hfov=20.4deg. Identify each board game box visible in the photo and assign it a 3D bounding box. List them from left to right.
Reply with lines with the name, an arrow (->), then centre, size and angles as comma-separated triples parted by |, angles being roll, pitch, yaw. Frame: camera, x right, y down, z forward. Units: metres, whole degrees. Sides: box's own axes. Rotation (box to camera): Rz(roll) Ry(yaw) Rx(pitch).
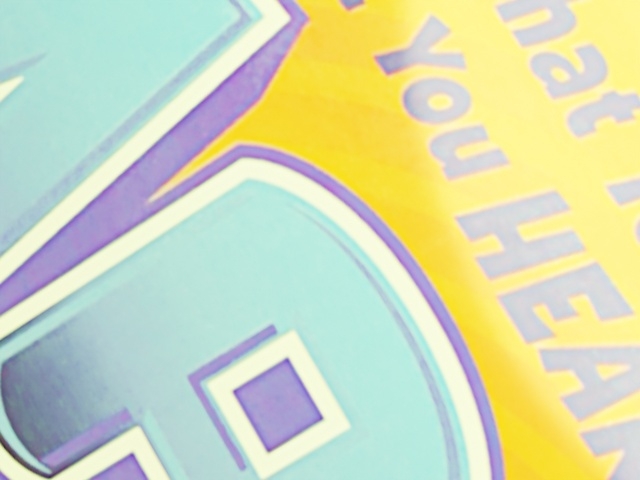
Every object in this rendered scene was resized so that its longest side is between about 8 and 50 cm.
board game box -> -0.019, 0.051, 0.514 | 0.356, 0.356, 0.356 | 59, 16, 6
